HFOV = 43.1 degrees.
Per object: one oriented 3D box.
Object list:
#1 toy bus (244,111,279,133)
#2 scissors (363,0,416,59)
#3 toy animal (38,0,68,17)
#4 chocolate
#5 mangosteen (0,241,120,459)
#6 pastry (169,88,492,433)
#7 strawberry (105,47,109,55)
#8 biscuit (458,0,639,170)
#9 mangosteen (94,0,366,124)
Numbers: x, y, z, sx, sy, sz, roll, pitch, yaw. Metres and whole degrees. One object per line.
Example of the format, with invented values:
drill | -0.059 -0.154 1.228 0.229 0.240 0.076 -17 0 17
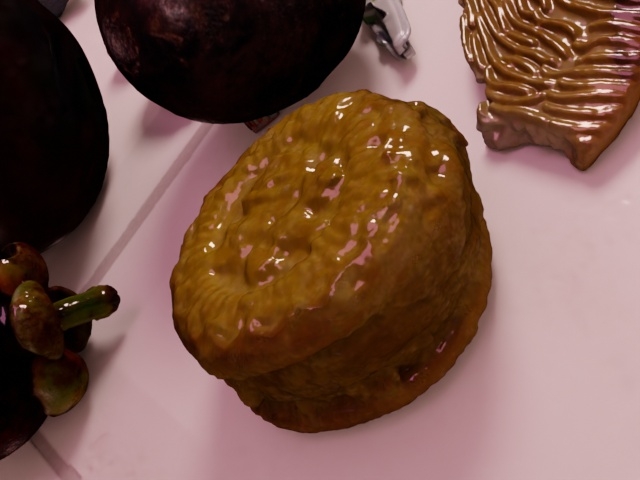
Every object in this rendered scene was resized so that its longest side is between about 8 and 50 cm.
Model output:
toy bus | -0.073 -0.153 0.811 0.043 0.031 0.110 -34 45 11
scissors | 0.053 -0.229 0.766 0.101 0.027 0.204 -37 41 16
toy animal | -0.394 -0.376 1.209 0.117 0.121 0.210 39 102 43
chocolate | -0.390 -0.110 0.842 0.331 0.383 0.383 -15 49 10
mangosteen | -0.288 0.094 0.705 0.231 0.194 0.194 -17 46 0
pastry | 0.000 0.000 0.561 0.240 0.132 0.235 -34 45 13
strawberry | -0.237 -0.259 1.001 0.083 0.073 0.073 -38 40 36
biscuit | 0.158 -0.156 0.609 0.176 0.031 0.228 -53 43 4
mangosteen | -0.077 -0.231 0.678 0.236 0.261 0.235 0 54 0
